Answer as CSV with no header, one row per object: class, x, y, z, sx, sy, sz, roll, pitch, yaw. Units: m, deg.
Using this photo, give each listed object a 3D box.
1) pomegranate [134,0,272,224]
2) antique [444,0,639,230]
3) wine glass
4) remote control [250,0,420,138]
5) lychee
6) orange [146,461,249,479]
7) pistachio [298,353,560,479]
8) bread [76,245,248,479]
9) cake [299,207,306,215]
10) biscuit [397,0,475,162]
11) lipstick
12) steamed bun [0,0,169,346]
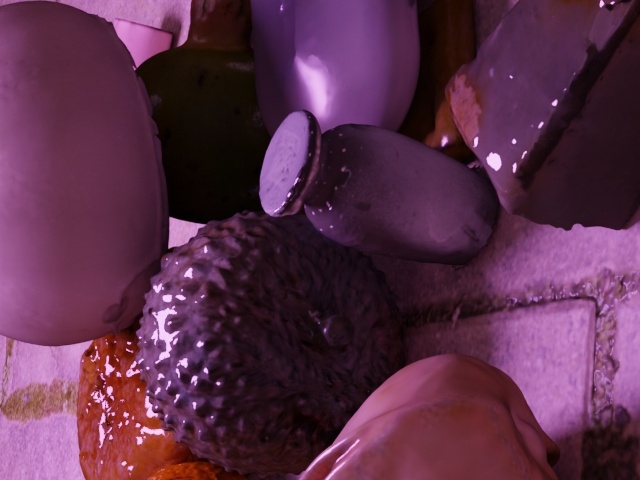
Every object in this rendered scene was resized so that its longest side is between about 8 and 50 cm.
pomegranate,-0.115,-0.165,1.594,0.236,0.236,0.301,24,116,61
antique,0.227,-0.153,1.087,0.284,0.125,0.150,-56,37,35
wine glass,0.052,-0.043,1.279,0.111,0.204,0.111,-42,40,50
remote control,0.010,-0.230,1.420,0.221,0.103,0.332,-11,82,48
lychee,-0.052,0.099,1.370,0.274,0.255,0.255,-30,54,56
orange,-0.122,0.322,1.469,0.161,0.193,0.193,-25,50,13
pistachio,0.080,0.221,1.107,0.309,0.230,0.230,116,149,-42
bread,-0.166,0.164,1.636,0.312,0.172,0.312,-32,49,48
cake,0.000,0.000,1.522,0.084,0.044,0.084,-33,50,51
biscuit,0.096,-0.139,1.409,0.174,0.039,0.183,-26,57,58
lipstick,-0.290,-0.148,2.052,0.087,0.087,0.326,22,99,61
steamed bun,-0.321,-0.064,1.514,0.374,0.241,0.374,169,90,-67
